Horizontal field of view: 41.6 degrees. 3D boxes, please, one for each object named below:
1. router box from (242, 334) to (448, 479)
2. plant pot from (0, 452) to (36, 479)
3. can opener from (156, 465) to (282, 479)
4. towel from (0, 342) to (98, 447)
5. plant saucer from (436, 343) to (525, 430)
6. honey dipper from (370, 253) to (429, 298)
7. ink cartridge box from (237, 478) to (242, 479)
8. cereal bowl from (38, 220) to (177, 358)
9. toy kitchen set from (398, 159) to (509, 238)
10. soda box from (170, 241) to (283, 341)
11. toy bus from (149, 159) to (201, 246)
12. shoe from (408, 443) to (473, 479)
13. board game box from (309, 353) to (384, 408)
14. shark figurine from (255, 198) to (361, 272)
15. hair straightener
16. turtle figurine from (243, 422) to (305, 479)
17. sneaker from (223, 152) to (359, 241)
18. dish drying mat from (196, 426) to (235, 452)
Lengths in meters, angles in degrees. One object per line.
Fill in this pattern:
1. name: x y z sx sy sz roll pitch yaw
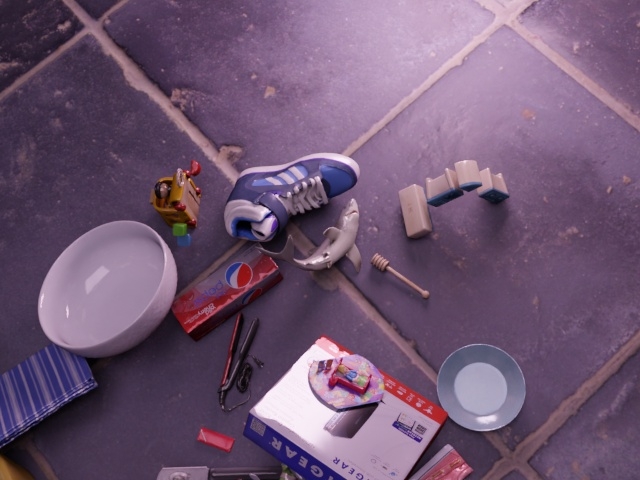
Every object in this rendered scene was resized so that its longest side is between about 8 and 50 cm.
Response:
1. router box: 0.059 0.389 1.785 0.335 0.082 0.301 31 40 16
2. plant pot: -0.708 0.589 1.824 0.212 0.212 0.187 -30 55 -5
3. can opener: -0.222 0.539 1.858 0.283 0.095 0.076 0 69 -7
4. towel: -0.680 0.360 1.911 0.336 0.040 0.243 -33 34 -14
5. plant saucer: 0.357 0.330 1.880 0.195 0.037 0.195 -2 69 6
6. honey dipper: 0.190 0.088 1.996 0.160 0.030 0.030 36 77 13
7. ink cartridge box: -0.143 0.709 1.660 0.091 0.308 0.385 -17 64 -42
8. cereal bowl: -0.479 0.129 1.973 0.339 0.141 0.339 -11 55 16
9. toy kitchen set: 0.326 -0.085 2.026 0.207 0.166 0.122 -26 63 36
10. soda box: -0.222 0.123 1.998 0.263 0.083 0.092 -35 69 -6
11. toy bus: -0.359 -0.103 2.046 0.104 0.191 0.202 2 114 8
12. shoe: 0.242 0.525 1.805 0.178 0.063 0.081 -40 65 -13
13. board game box: 0.061 0.292 1.809 0.168 0.033 0.133 -5 44 -26
14. shark figurine: -0.012 0.025 1.992 0.278 0.116 0.166 -28 110 -36
15. hair straightener: -0.179 0.286 1.952 0.089 0.047 0.230 12 72 11
16. turtle figurine: -0.038 0.530 1.733 0.266 0.198 0.275 5 83 -9
17. sneaker: -0.071 -0.081 1.991 0.322 0.130 0.236 -6 42 13
18. dish drying mat: -0.239 0.454 1.917 0.083 0.008 0.032 17 72 12
